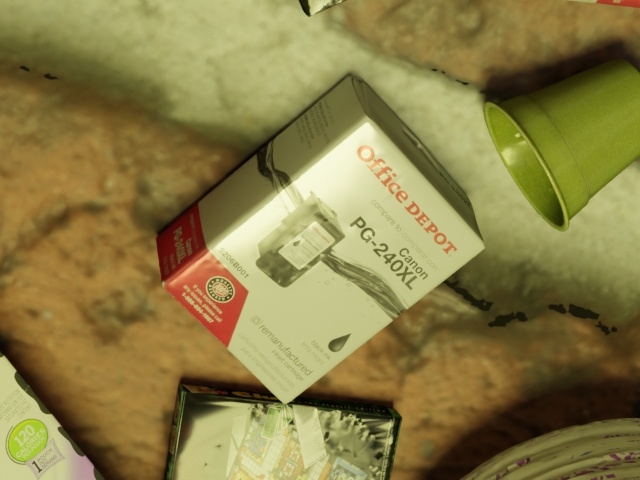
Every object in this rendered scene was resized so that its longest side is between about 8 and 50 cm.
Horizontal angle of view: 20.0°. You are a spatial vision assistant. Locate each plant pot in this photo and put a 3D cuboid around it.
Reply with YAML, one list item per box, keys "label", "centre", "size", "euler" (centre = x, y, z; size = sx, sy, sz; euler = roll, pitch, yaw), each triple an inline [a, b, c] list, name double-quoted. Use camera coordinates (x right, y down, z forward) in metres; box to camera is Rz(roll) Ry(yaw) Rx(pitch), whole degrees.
- label: "plant pot"
  centre: [0.146, -0.060, 1.001]
  size: [0.079, 0.083, 0.083]
  euler: [-31, 116, -5]

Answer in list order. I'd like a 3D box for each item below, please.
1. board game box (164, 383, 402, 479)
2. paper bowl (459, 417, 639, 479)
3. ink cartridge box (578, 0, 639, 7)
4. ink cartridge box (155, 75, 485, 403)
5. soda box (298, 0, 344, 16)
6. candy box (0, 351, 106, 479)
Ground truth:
- label: "board game box"
  centre: [-0.039, 0.219, 1.100]
  size: [0.136, 0.030, 0.260]
  euler: [8, 101, -13]
- label: "paper bowl"
  centre: [0.177, 0.237, 1.102]
  size: [0.284, 0.148, 0.284]
  euler: [-3, 116, -7]
- label: "ink cartridge box"
  centre: [0.077, -0.208, 0.848]
  size: [0.237, 0.100, 0.172]
  euler: [7, 91, 4]
- label: "ink cartridge box"
  centre: [0.000, 0.000, 1.012]
  size: [0.150, 0.063, 0.109]
  euler: [-39, 114, 12]
- label: "soda box"
  centre: [0.057, -0.178, 0.936]
  size: [0.169, 0.060, 0.053]
  euler: [-24, 110, 4]
- label: "candy box"
  centre: [-0.207, 0.165, 1.010]
  size: [0.165, 0.070, 0.196]
  euler: [-45, 113, -25]
